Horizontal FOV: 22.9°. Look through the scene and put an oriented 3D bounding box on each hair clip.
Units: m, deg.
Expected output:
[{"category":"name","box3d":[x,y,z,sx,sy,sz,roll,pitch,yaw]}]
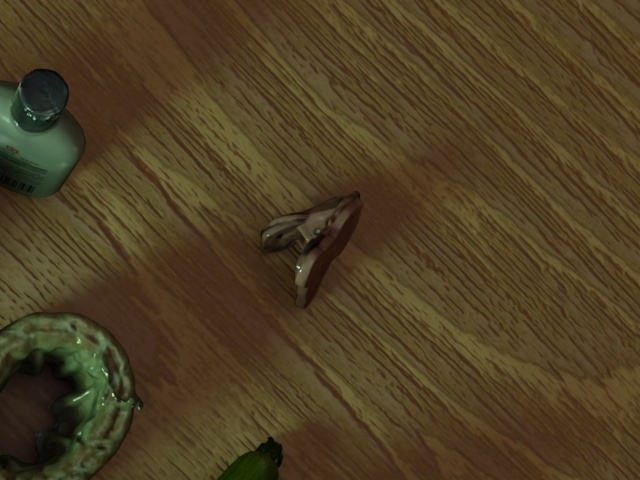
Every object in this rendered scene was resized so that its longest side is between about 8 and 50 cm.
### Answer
[{"category":"hair clip","box3d":[0.006,0.009,1.960,0.138,0.123,0.102,-21,65,-18]}]

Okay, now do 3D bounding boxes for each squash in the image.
[{"category":"squash","box3d":[-0.131,0.332,1.857,0.258,0.069,0.069,-39,92,-22]}]

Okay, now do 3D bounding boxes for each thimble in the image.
[{"category":"thimble","box3d":[-0.322,0.192,1.780,0.229,0.148,0.196,-43,93,-24]}]

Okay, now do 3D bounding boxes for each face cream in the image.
[{"category":"face cream","box3d":[-0.334,-0.124,1.771,0.144,0.291,0.071,28,71,-10]}]
